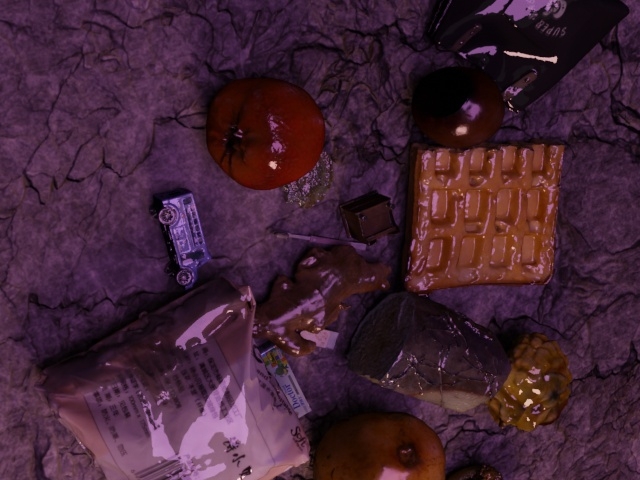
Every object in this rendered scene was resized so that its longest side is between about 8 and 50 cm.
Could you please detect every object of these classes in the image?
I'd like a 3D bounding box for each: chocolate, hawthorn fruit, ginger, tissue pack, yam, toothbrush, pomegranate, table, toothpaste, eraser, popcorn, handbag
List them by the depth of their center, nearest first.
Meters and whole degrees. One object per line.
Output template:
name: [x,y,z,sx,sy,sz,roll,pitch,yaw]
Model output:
hawthorn fruit: [-0.074,-0.183,1.571,0.226,0.197,0.196,-13,109,-44]
tissue pack: [-0.235,0.299,1.590,0.390,0.195,0.375,-26,107,-7]
chocolate: [0.259,-0.239,1.706,0.177,0.177,0.176,-6,105,-23]
ginger: [-0.015,0.110,1.706,0.333,0.080,0.166,-32,94,-18]
table: [0.095,-0.041,1.720,0.083,0.082,0.070,-23,111,-18]
toothbrush: [-0.001,-0.001,1.725,0.194,0.017,0.014,8,105,-28]
handbag: [0.372,-0.418,1.726,0.342,0.152,0.288,33,100,-26]
toothpaste: [-0.069,0.261,1.749,0.046,0.034,0.164,-29,112,-12]
pomegranate: [0.109,0.445,1.761,0.260,0.260,0.260,-6,105,-23]
eraser: [-0.008,0.182,1.764,0.083,0.019,0.038,15,94,-27]
yam: [0.215,0.218,1.771,0.271,0.202,0.201,31,82,-26]
popcorn: [0.412,0.289,1.893,0.189,0.169,0.218,-28,131,-8]

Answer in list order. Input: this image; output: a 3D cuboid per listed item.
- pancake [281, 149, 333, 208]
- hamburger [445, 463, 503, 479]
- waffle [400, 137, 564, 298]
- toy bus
pancake: [-0.031,-0.122,1.678,0.116,0.022,0.129,-41,115,-13]
hamburger: [0.329,0.582,1.954,0.189,0.122,0.215,-6,103,-20]
waffle: [0.316,-0.047,1.821,0.348,0.077,0.304,-2,104,-24]
toy bus: [-0.236,-0.002,1.588,0.076,0.073,0.167,-19,109,-21]
